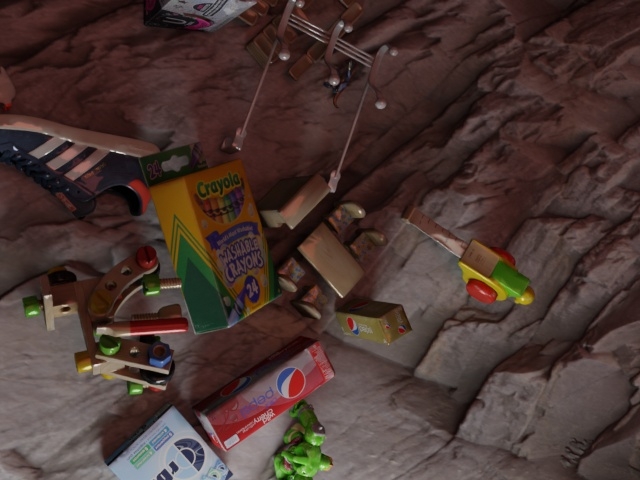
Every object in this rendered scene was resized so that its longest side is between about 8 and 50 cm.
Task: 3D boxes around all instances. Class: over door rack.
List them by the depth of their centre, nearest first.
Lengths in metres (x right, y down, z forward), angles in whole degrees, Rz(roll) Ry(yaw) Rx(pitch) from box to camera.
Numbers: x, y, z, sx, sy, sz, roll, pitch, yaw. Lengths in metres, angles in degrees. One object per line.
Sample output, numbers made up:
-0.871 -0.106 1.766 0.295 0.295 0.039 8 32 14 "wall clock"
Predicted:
-0.009 -0.267 1.734 0.239 0.108 0.324 23 94 -26 "over door rack"

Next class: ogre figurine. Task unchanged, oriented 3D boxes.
-0.039 0.415 1.755 0.097 0.118 0.197 37 76 -21 "ogre figurine"

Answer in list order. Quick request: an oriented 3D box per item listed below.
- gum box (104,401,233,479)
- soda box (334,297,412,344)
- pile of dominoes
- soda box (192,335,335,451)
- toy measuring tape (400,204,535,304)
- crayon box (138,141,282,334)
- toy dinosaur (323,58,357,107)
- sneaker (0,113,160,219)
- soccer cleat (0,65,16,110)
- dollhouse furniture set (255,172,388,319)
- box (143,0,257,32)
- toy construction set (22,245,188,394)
-0.277 0.420 1.686 0.157 0.041 0.184 -43 107 -19 "gum box"
0.101 0.156 1.783 0.061 0.181 0.058 -28 102 -23 "soda box"
-0.052 -0.448 1.799 0.196 0.040 0.251 49 64 -17 "pile of dominoes"
-0.105 0.286 1.737 0.263 0.092 0.083 -31 103 -21 "soda box"
0.308 0.040 1.944 0.330 0.121 0.121 33 76 1 "toy measuring tape"
-0.190 -0.019 1.640 0.203 0.083 0.323 -30 104 -61 "crayon box"
0.045 -0.328 1.843 0.082 0.047 0.090 -35 138 -30 "toy dinosaur"
-0.444 -0.116 1.552 0.350 0.131 0.148 8 83 -25 "sneaker"
-0.606 -0.238 1.516 0.196 0.068 0.076 -19 94 -31 "soccer cleat"
0.000 0.000 1.745 0.212 0.161 0.242 -46 108 -18 "dollhouse furniture set"
-0.215 -0.467 1.593 0.142 0.247 0.163 1 90 -23 "box"
-0.365 0.136 1.515 0.237 0.309 0.257 -2 84 -20 "toy construction set"
